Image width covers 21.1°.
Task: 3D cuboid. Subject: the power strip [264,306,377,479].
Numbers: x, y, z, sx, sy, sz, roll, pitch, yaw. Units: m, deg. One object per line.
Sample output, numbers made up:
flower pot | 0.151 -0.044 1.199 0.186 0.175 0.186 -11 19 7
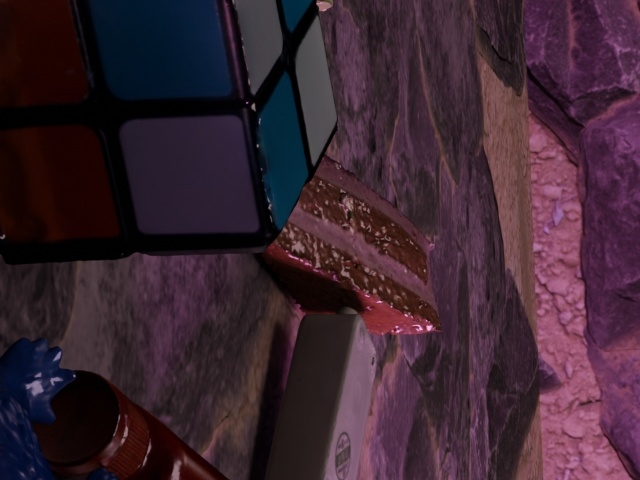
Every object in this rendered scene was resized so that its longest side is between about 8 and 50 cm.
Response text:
power strip | -0.013 0.221 1.442 0.091 0.062 0.385 67 29 -52

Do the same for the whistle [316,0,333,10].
whistle | -0.037 -0.226 1.405 0.105 0.085 0.227 12 76 -65

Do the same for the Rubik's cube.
Rubik's cube | -0.101 -0.103 0.989 0.167 0.180 0.183 -67 149 -58

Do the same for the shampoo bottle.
shampoo bottle | -0.106 0.151 1.086 0.064 0.102 0.260 -58 155 -13

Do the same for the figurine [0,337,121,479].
figurine | -0.156 0.169 0.839 0.262 0.121 0.164 -43 139 -58

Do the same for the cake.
cake | 0.000 0.000 1.545 0.295 0.113 0.115 40 46 -52
